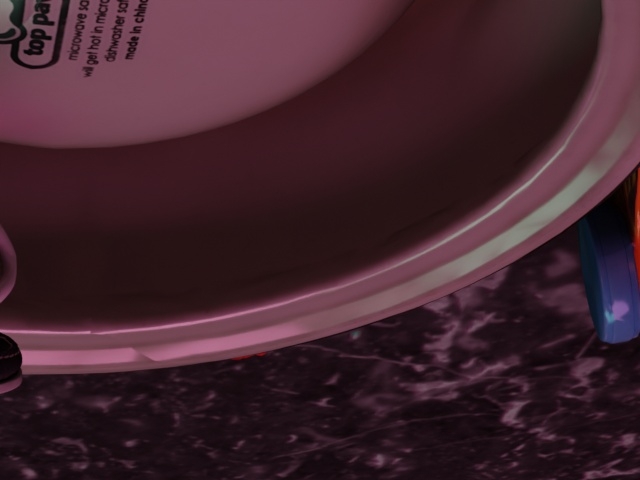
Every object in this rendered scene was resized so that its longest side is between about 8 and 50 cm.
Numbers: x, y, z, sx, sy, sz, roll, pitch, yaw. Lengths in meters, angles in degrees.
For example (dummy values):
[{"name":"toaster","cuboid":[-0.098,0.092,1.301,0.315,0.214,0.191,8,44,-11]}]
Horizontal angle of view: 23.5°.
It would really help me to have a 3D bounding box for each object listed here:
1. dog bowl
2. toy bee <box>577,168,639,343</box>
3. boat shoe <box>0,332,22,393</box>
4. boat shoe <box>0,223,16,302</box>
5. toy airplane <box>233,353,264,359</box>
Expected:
[{"name":"dog bowl","cuboid":[-0.080,-0.099,0.542,0.408,0.150,0.408,-5,153,-3]},{"name":"toy bee","cuboid":[0.168,-0.006,0.814,0.195,0.162,0.298,8,125,-11]},{"name":"boat shoe","cuboid":[-0.165,0.030,0.566,0.125,0.038,0.046,12,-170,-31]},{"name":"boat shoe","cuboid":[-0.167,-0.031,0.393,0.096,0.098,0.277,-14,161,13]},{"name":"toy airplane","cuboid":[-0.076,0.053,0.947,0.151,0.028,0.151,-4,164,-1]}]
